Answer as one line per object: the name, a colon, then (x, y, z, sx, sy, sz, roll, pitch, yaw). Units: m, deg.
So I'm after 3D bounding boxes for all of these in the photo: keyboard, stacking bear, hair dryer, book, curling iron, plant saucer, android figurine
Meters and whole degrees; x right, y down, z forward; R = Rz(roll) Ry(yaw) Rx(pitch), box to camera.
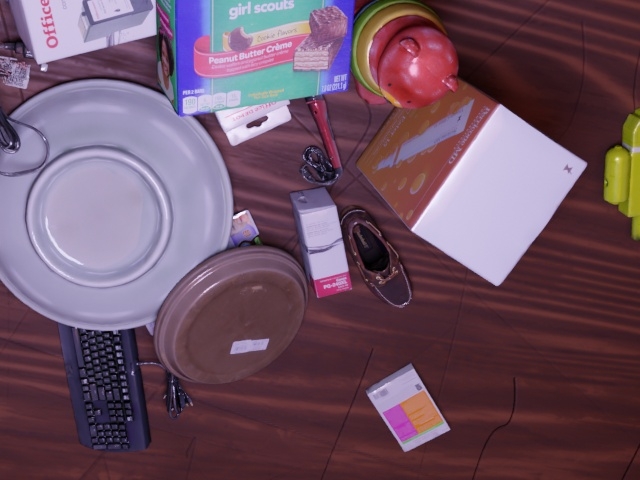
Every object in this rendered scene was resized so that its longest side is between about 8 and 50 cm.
keyboard: (-0.323, 0.210, 1.784, 0.201, 0.033, 0.317, -5, 112, 0)
stacking bear: (0.117, -0.272, 1.577, 0.164, 0.289, 0.175, -43, 112, 5)
hair dryer: (-0.510, -0.224, 1.503, 0.293, 0.080, 0.224, 11, 70, -26)
book: (0.157, 0.303, 1.936, 0.096, 0.035, 0.144, -30, 113, 3)
curling iron: (-0.019, -0.211, 1.708, 0.068, 0.035, 0.274, -14, 112, -7)
plant saucer: (-0.136, 0.131, 1.747, 0.277, 0.041, 0.278, -20, 134, -22)
plant saucer: (-0.332, -0.042, 1.638, 0.400, 0.100, 0.401, -1, 104, -5)
android figurine: (0.607, -0.133, 1.862, 0.248, 0.056, 0.273, -5, 112, -10)

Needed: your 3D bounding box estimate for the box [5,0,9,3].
box: (-0.412, -0.471, 1.516, 0.232, 0.059, 0.183, -42, 114, 4)

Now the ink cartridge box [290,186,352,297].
ink cartridge box: (0.000, 0.000, 1.749, 0.063, 0.109, 0.151, -13, 112, -6)

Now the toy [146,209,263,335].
toy: (-0.197, 0.061, 1.759, 0.237, 0.056, 0.137, -25, 111, -2)

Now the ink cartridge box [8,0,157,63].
ink cartridge box: (-0.296, -0.382, 1.492, 0.272, 0.115, 0.198, -19, 130, -18)

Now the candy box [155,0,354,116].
candy box: (-0.088, -0.351, 1.479, 0.268, 0.122, 0.317, -12, 126, -22)

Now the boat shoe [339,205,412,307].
boat shoe: (0.095, 0.038, 1.805, 0.073, 0.073, 0.207, -35, 114, 1)

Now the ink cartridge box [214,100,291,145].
ink cartridge box: (-0.123, -0.246, 1.656, 0.115, 0.067, 0.198, -25, 113, -3)

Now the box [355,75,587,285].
box: (0.212, -0.115, 1.625, 0.168, 0.345, 0.215, 31, 100, -20)
